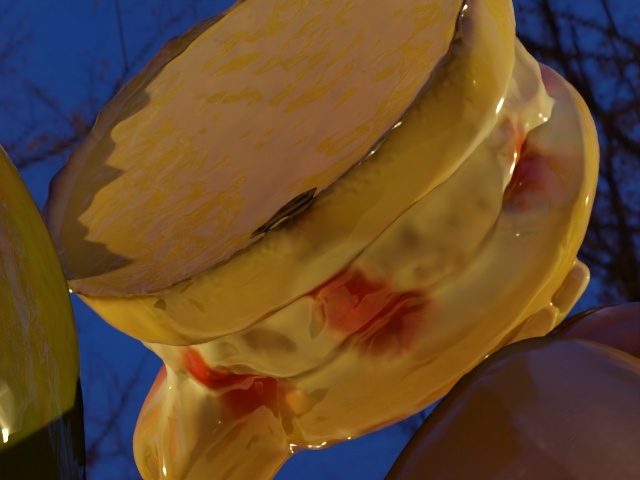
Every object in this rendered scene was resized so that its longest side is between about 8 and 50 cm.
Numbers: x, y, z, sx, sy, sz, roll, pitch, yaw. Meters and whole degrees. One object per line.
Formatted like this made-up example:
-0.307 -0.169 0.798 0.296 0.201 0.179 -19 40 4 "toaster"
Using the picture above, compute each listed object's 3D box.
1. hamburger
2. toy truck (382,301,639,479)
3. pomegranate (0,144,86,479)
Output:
0.000 0.000 0.870 0.303 0.261 0.186 -46 -62 -15 "hamburger"
0.097 0.148 0.460 0.211 0.204 0.288 -41 -73 0 "toy truck"
-0.198 0.110 0.397 0.309 0.216 0.358 -12 -45 -6 "pomegranate"
